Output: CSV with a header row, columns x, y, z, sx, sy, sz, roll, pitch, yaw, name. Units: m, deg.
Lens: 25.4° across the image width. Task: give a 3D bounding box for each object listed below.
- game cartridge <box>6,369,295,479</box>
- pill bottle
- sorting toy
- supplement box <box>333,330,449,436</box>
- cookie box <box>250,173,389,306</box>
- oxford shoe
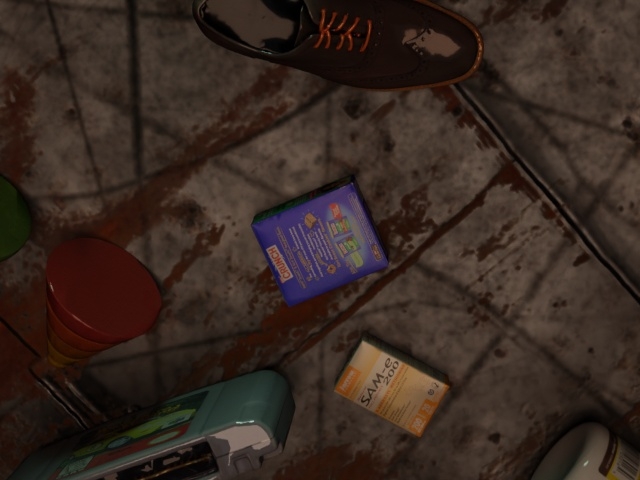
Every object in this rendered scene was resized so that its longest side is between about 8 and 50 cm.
x,y,z,sx,sy,sz,roll,pitch,yaw,name
-0.170,0.205,1.343,0.294,0.196,0.060,-20,94,7,game cartridge
0.312,0.280,1.374,0.215,0.117,0.117,38,102,-5,pill bottle
-0.338,0.018,1.367,0.365,0.127,0.126,31,126,-8,sorting toy
0.070,0.141,1.397,0.098,0.036,0.062,28,102,-3,supplement box
0.000,0.000,1.366,0.107,0.040,0.092,-22,101,8,cookie box
0.015,-0.184,1.292,0.271,0.098,0.097,8,103,2,oxford shoe
